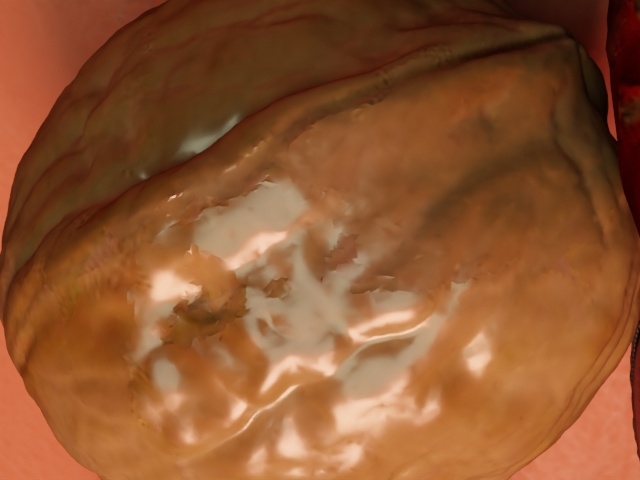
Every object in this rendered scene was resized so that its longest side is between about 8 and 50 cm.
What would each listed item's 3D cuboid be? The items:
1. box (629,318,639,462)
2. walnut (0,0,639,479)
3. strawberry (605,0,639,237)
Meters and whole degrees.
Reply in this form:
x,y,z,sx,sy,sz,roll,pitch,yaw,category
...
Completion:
x,y,z,sx,sy,sz,roll,pitch,yaw,category
0.354,0.084,0.925,0.404,0.108,0.263,0,129,14,box
0.001,0.000,0.920,0.313,0.277,0.252,-36,130,19,walnut
0.248,-0.049,0.770,0.220,0.274,0.274,8,121,-35,strawberry
